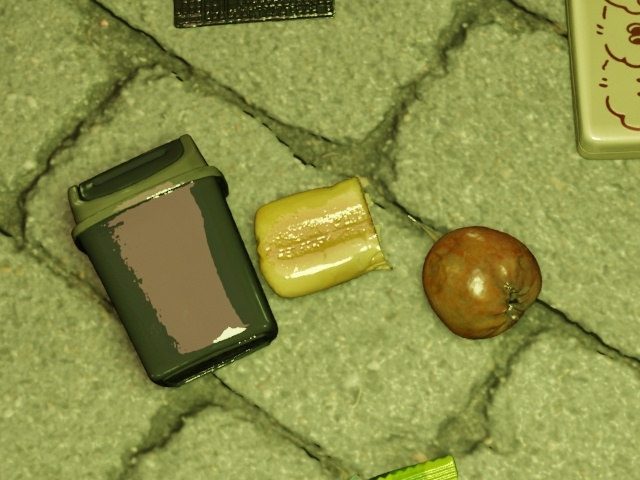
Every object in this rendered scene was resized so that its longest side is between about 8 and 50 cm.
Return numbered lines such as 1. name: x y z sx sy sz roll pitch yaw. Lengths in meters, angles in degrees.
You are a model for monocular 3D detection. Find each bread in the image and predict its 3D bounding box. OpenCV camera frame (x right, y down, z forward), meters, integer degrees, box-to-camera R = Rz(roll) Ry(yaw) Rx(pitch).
1. bread: 0.000 0.000 1.714 0.173 0.085 0.134 -16 77 -2

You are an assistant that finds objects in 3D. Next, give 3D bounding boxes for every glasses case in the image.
1. glasses case: 0.409 -0.278 1.771 0.144 0.076 0.336 -3 74 3

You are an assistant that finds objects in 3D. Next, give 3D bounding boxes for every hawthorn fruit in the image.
1. hawthorn fruit: 0.201 0.044 1.677 0.149 0.149 0.189 -22 34 -3

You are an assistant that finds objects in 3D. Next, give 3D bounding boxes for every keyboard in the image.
1. keyboard: -0.095 -0.342 1.853 0.231 0.023 0.072 -4 71 3

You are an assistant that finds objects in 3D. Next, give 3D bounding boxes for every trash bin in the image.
1. trash bin: -0.188 0.026 1.674 0.209 0.182 0.290 -25 79 -4

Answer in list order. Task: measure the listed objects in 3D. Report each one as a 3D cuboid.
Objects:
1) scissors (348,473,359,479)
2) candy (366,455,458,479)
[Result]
1. scissors: -0.034 0.373 1.594 0.247 0.144 0.017 -37 105 -13
2. candy: 0.129 0.396 1.599 0.149 0.069 0.246 -18 72 1
